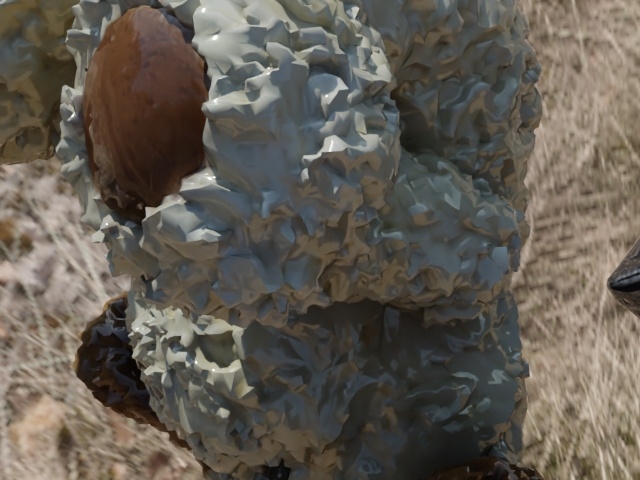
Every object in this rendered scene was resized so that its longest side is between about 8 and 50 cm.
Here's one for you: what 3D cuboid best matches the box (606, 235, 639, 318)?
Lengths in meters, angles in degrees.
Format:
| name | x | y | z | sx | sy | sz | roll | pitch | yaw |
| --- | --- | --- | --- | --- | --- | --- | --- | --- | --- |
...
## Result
| name | x | y | z | sx | sy | sz | roll | pitch | yaw |
| --- | --- | --- | --- | --- | --- | --- | --- | --- | --- |
| box | 0.296 | 0.020 | 0.377 | 0.312 | 0.343 | 0.179 | 41 | 73 | -6 |

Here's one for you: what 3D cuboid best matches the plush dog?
| name | x | y | z | sx | sy | sz | roll | pitch | yaw |
| --- | --- | --- | --- | --- | --- | --- | --- | --- | --- |
| plush dog | 0.000 | 0.000 | 0.519 | 0.210 | 0.225 | 0.262 | -14 | 22 | -26 |
